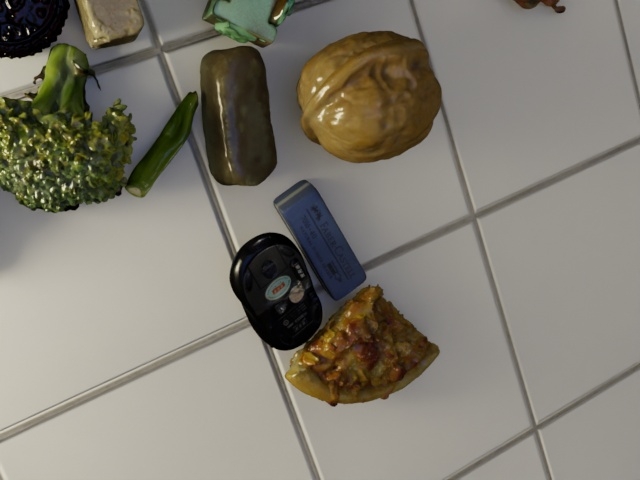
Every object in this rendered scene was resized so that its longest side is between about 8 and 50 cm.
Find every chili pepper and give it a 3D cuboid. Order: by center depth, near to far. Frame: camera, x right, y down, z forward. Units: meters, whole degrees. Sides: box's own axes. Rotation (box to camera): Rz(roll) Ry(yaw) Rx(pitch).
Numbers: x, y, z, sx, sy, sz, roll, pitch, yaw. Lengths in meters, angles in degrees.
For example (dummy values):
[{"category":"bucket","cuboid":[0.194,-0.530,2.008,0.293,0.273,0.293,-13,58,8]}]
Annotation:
[{"category":"chili pepper","cuboid":[-0.260,-0.160,1.303,0.202,0.051,0.050,-59,142,-10]}]

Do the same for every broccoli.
[{"category":"broccoli","cuboid":[-0.388,-0.173,1.174,0.242,0.180,0.273,11,90,-23]}]

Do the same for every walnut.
[{"category":"walnut","cuboid":[0.081,-0.249,1.354,0.257,0.257,0.225,-23,71,-20]}]

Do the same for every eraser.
[{"category":"eraser","cuboid":[0.000,0.000,1.441,0.082,0.036,0.225,-35,108,-15]}]

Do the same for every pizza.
[{"category":"pizza","cuboid":[0.088,0.197,1.457,0.335,0.086,0.226,-2,103,-29]}]

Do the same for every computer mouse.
[{"category":"computer mouse","cuboid":[-0.085,0.088,1.377,0.137,0.096,0.233,-32,120,-18]}]

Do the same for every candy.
[{"category":"candy","cuboid":[-0.142,-0.210,1.323,0.102,0.104,0.234,-12,100,-27]}]

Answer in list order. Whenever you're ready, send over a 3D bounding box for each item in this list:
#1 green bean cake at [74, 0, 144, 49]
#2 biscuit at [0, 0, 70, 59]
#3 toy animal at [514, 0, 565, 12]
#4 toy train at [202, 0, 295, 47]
[{"category":"green bean cake","cuboid":[-0.343,-0.397,1.213,0.085,0.109,0.179,-18,102,-22]},{"category":"biscuit","cuboid":[-0.481,-0.373,1.184,0.194,0.053,0.195,-2,96,-25]},{"category":"toy animal","cuboid":[0.393,-0.573,1.543,0.157,0.097,0.312,-28,108,-7]},{"category":"toy train","cuboid":[-0.086,-0.481,1.295,0.129,0.159,0.327,21,90,-21]}]
